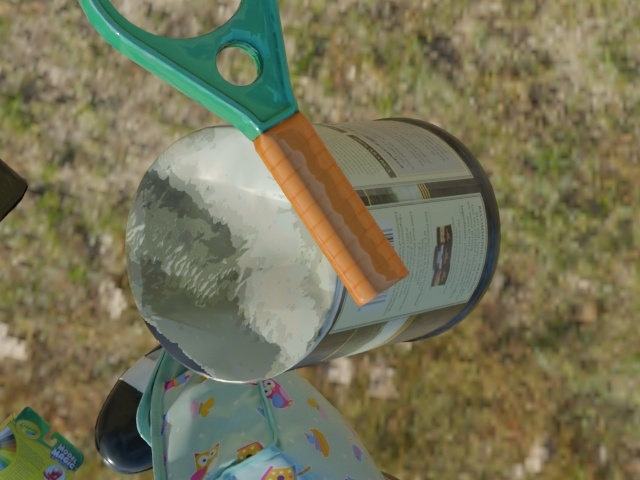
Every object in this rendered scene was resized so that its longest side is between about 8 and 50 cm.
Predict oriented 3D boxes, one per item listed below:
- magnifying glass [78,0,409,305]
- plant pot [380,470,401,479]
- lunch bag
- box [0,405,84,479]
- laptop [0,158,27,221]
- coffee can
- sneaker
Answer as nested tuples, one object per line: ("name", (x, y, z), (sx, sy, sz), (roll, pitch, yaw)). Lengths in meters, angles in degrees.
("magnifying glass", (-0.034, -0.073, 0.828), (0.231, 0.092, 0.026), (57, 159, 1))
("plant pot", (-0.001, 0.321, 1.981), (0.237, 0.237, 0.110), (-9, 128, 15))
("lunch bag", (-0.051, 0.200, 1.700), (0.160, 0.262, 0.223), (-39, 124, 12))
("box", (-0.377, 0.288, 2.141), (0.179, 0.043, 0.105), (-44, 103, 4))
("laptop", (-0.473, 0.009, 1.083), (0.382, 0.408, 0.236), (43, 146, -5))
("coffee can", (0.000, 0.000, 1.480), (0.201, 0.202, 0.275), (-28, 169, 30))
("sneaker", (-0.138, 0.149, 2.152), (0.122, 0.330, 0.146), (48, 164, 1))
